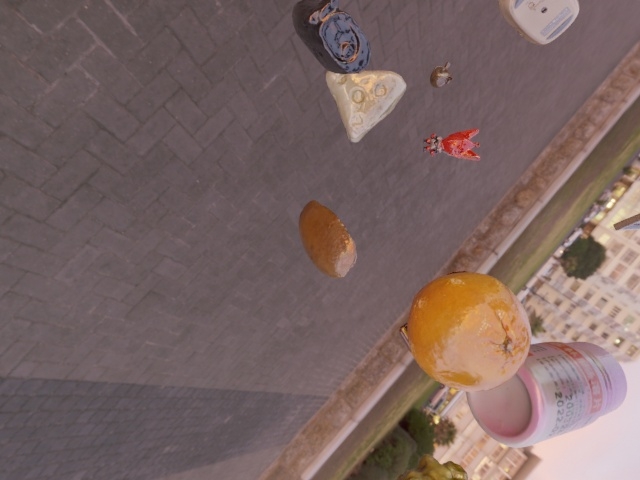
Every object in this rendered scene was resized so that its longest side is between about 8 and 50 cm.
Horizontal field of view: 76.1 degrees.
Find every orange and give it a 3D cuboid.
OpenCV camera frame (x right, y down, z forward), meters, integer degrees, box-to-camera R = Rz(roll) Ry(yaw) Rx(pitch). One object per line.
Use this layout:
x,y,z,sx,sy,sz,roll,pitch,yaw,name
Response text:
0.268,0.165,0.749,0.219,0.219,0.193,-50,174,0,orange

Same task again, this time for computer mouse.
0.553,-0.603,1.043,0.236,0.082,0.145,14,136,-32,computer mouse

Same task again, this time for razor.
0.017,-0.505,1.013,0.107,0.327,0.189,-39,120,12,razor

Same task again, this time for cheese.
0.154,-0.500,1.369,0.247,0.251,0.173,-29,-179,5,cheese

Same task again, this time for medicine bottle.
0.579,0.373,1.040,0.388,0.219,0.219,3,127,-29,medicine bottle

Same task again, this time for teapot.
0.485,-0.652,1.610,0.110,0.085,0.080,-53,173,-27,teapot

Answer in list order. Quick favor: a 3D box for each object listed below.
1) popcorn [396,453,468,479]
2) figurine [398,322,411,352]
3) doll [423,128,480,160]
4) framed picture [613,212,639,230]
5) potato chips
0.230,0.551,0.729,0.173,0.286,0.225,-10,106,-11,popcorn
0.255,0.195,0.883,0.154,0.098,0.082,-29,154,-2,figurine
0.406,-0.297,1.268,0.057,0.169,0.109,80,14,-70,doll
0.750,-0.068,0.828,0.265,0.018,0.192,-2,157,-34,framed picture
0.000,0.000,0.929,0.049,0.202,0.150,-4,141,-36,potato chips
